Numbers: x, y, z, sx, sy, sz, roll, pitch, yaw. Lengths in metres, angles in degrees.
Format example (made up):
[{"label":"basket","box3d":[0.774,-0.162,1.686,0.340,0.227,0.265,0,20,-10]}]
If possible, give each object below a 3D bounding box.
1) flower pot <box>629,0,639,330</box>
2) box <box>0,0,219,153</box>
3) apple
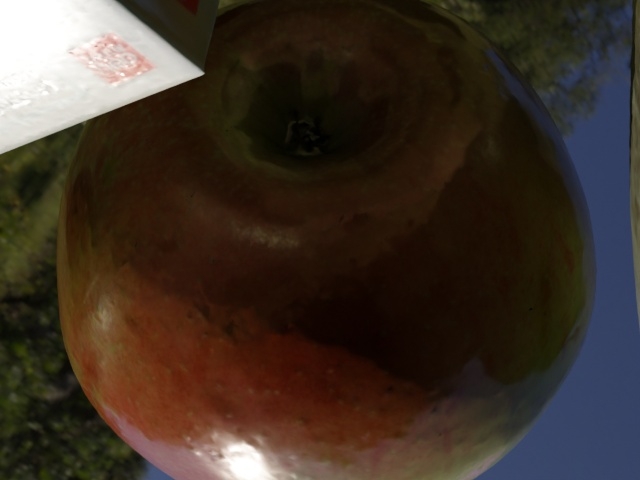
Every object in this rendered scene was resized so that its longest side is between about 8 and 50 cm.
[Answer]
[{"label":"flower pot","box3d":[0.276,-0.031,0.650,0.294,0.330,0.293,-15,-146,10]},{"label":"box","box3d":[-0.188,-0.108,0.672,0.269,0.135,0.079,-16,-128,36]},{"label":"apple","box3d":[0.000,0.000,0.802,0.319,0.277,0.319,1,-137,-1]}]
